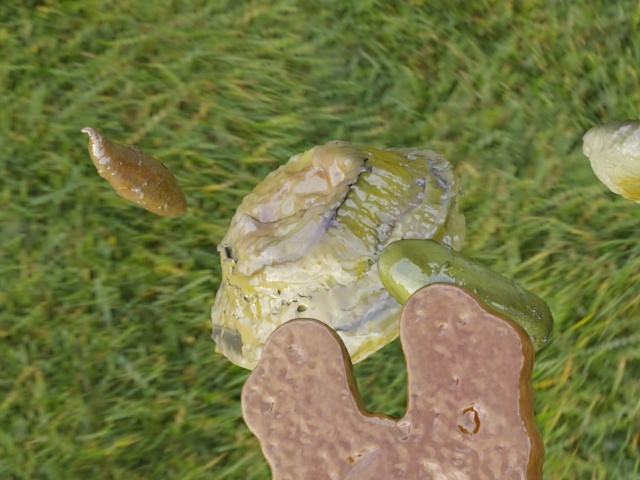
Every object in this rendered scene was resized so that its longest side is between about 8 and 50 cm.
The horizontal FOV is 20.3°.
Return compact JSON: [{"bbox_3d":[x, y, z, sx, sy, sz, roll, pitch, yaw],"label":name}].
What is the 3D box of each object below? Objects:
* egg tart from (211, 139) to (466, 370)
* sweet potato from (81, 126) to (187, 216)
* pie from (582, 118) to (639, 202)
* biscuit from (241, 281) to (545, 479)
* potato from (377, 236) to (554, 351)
[{"bbox_3d":[0.000,0.000,1.985,0.352,0.352,0.150,-33,121,10],"label":"egg tart"},{"bbox_3d":[-0.217,-0.080,2.069,0.060,0.206,0.068,-19,60,21],"label":"sweet potato"},{"bbox_3d":[0.385,-0.065,1.560,0.337,0.337,0.075,-1,83,12],"label":"pie"},{"bbox_3d":[0.067,0.195,1.129,0.202,0.047,0.334,-18,74,15],"label":"biscuit"},{"bbox_3d":[0.142,0.059,1.729,0.188,0.105,0.085,23,108,-15],"label":"potato"}]
